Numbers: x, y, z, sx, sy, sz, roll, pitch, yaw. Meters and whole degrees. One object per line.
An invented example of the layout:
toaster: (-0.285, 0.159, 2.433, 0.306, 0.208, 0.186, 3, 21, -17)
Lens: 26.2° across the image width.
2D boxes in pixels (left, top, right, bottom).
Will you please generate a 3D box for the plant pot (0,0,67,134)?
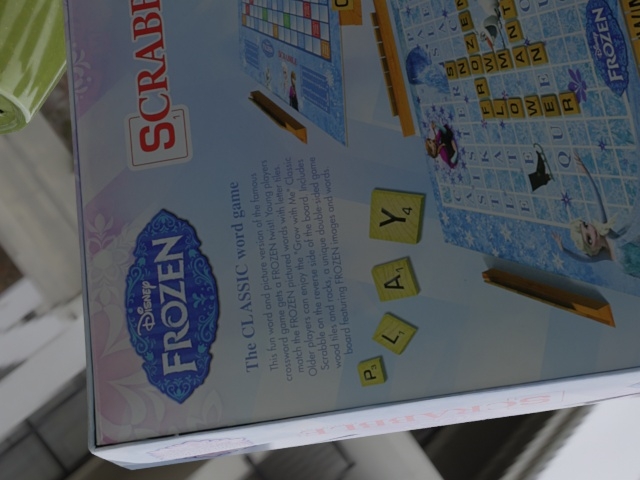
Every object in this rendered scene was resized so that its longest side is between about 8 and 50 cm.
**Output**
plant pot: (-0.231, -0.230, 0.920, 0.275, 0.275, 0.293, -17, -119, 60)

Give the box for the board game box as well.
board game box: (0.045, -0.076, 0.625, 0.318, 0.318, 0.066, -8, 162, 5)
